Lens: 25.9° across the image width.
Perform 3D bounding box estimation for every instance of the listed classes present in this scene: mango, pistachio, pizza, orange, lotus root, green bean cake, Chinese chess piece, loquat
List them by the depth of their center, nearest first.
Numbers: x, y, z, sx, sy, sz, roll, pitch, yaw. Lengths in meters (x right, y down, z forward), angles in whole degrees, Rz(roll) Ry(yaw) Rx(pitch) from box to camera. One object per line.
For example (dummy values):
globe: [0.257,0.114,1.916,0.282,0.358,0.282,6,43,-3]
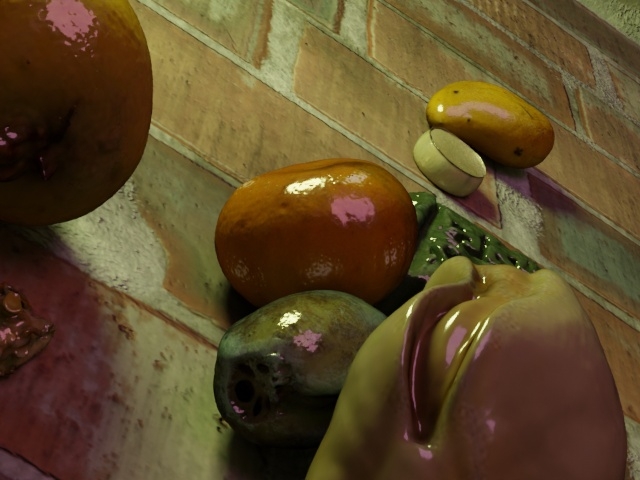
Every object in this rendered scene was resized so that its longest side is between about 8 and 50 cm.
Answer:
pizza: [-0.325,0.061,1.203,0.226,0.069,0.147,27,26,-22]
pistachio: [0.138,0.204,1.292,0.281,0.365,0.445,4,39,19]
loquat: [-0.293,-0.142,1.357,0.275,0.275,0.275,30,27,-17]
lotus root: [0.003,0.124,1.431,0.140,0.158,0.322,36,16,21]
orange: [0.000,0.000,1.567,0.240,0.240,0.171,-32,114,-63]
green bean cake: [0.165,0.067,1.762,0.255,0.132,0.241,37,30,-3]
Chinese chess piece: [0.203,-0.123,2.199,0.122,0.051,0.122,32,27,-19]
mango: [0.293,-0.206,2.379,0.262,0.109,0.157,17,38,-35]
